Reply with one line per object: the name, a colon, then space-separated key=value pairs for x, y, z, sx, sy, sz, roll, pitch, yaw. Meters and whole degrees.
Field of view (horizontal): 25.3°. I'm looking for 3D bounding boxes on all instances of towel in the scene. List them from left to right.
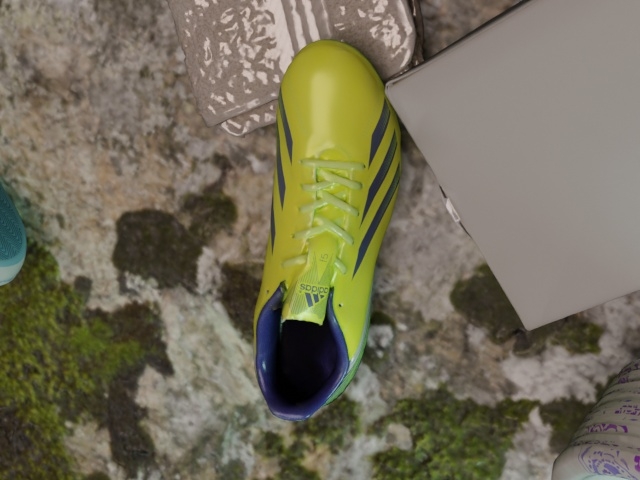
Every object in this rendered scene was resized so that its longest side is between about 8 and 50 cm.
towel: x=-0.039 y=-0.226 z=1.039 sx=0.187 sy=0.049 sz=0.282 roll=-13 pitch=100 yaw=22

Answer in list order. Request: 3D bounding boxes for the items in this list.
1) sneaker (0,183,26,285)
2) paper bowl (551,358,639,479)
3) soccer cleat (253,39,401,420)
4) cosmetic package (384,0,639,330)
sneaker: x=-0.398 y=-0.010 z=1.193 sx=0.319 sy=0.127 sz=0.208 roll=38 pitch=113 yaw=16
paper bowl: x=0.306 y=0.180 z=0.934 sx=0.284 sy=0.284 sz=0.148 roll=38 pitch=72 yaw=6
soccer cleat: x=0.001 y=0.001 z=1.032 sx=0.093 sy=0.121 sz=0.289 roll=10 pitch=118 yaw=9
cosmetic package: x=0.239 y=-0.103 z=0.851 sx=0.365 sy=0.155 sz=0.197 roll=-25 pitch=97 yaw=48
